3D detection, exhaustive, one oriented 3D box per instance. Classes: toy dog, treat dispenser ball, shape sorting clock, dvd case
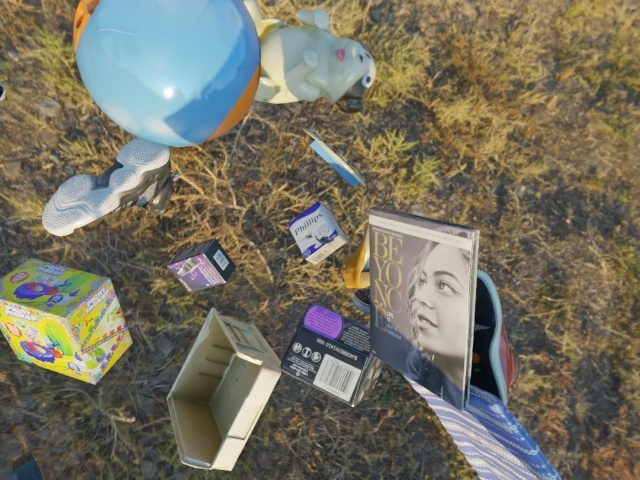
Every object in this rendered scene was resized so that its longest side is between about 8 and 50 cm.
[{"bbox_3d":[-0.033,-0.525,1.357,0.408,0.395,0.284,9,71,8],"label":"toy dog"},{"bbox_3d":[-0.242,-0.301,0.711,0.288,0.288,0.288,8,69,-22],"label":"treat dispenser ball"},{"bbox_3d":[0.036,-0.202,1.042,0.206,0.206,0.040,43,101,-5],"label":"shape sorting clock"},{"bbox_3d":[0.119,0.077,0.543,0.018,0.165,0.221,-12,109,-32],"label":"dvd case"}]

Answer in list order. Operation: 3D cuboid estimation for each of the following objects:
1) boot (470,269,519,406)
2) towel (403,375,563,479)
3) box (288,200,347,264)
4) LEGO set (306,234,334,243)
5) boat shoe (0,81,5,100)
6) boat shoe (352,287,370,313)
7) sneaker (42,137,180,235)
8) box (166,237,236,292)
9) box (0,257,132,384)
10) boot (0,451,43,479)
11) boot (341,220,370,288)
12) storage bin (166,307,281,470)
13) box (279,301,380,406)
[{"bbox_3d":[0.301,0.163,0.778,0.176,0.088,0.244,-11,94,-54],"label":"boot"},{"bbox_3d":[0.259,0.326,0.589,0.040,0.243,0.336,-37,92,-15],"label":"towel"},{"bbox_3d":[-0.010,-0.023,1.291,0.072,0.126,0.137,31,26,-59],"label":"box"},{"bbox_3d":[0.000,0.000,1.199,0.054,0.083,0.023,-3,97,-47],"label":"LEGO set"},{"bbox_3d":[-0.586,-0.259,0.753,0.063,0.184,0.066,-21,116,-25],"label":"boat shoe"},{"bbox_3d":[0.142,0.125,0.931,0.080,0.228,0.076,-3,99,-22],"label":"boat shoe"},{"bbox_3d":[-0.399,-0.083,0.869,0.269,0.153,0.101,-41,70,-14],"label":"sneaker"},{"bbox_3d":[-0.467,0.101,1.701,0.153,0.207,0.108,57,31,-25],"label":"box"},{"bbox_3d":[-0.761,0.234,1.278,0.290,0.279,0.177,11,36,14],"label":"box"},{"bbox_3d":[-0.453,0.435,0.601,0.246,0.083,0.161,34,37,32],"label":"boot"},{"bbox_3d":[0.167,0.056,1.831,0.104,0.211,0.295,9,80,-31],"label":"boot"},{"bbox_3d":[-0.231,0.339,1.012,0.123,0.260,0.262,27,91,-29],"label":"storage bin"},{"bbox_3d":[0.047,0.240,0.922,0.165,0.270,0.143,22,82,18],"label":"box"}]
